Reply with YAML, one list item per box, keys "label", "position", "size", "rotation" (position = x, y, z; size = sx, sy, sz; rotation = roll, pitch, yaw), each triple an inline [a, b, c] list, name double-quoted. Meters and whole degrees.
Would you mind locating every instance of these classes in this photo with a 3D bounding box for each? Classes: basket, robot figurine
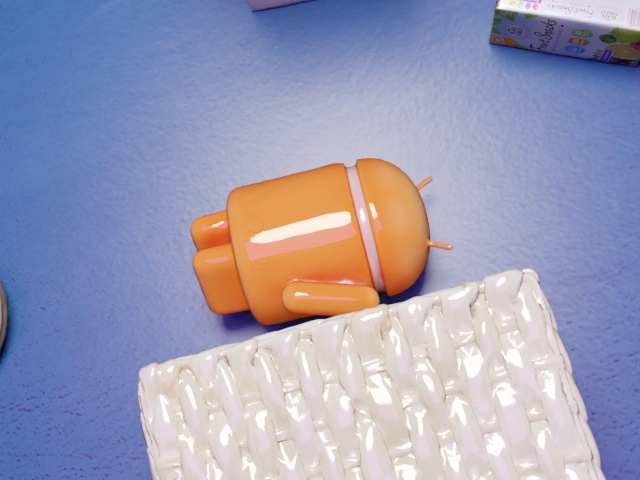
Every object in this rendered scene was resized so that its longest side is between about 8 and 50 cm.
- label: "basket"
  position: [0.052, 0.222, 0.954]
  size: [0.328, 0.266, 0.331]
  rotation: [-15, 80, 1]
- label: "robot figurine"
  position: [0.000, 0.002, 1.067]
  size: [0.219, 0.158, 0.128]
  rotation: [-14, 95, 2]

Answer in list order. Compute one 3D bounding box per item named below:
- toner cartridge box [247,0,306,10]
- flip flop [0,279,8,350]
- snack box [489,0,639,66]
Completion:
- label: "toner cartridge box"
  position: [-0.007, -0.299, 1.013]
  size: [0.165, 0.348, 0.075]
  rotation: [-10, 79, 3]
- label: "flip flop"
  position: [-0.401, 0.117, 1.100]
  size: [0.277, 0.080, 0.112]
  rotation: [-34, 77, -1]
- label: "snack box"
  position: [0.226, -0.196, 1.100]
  size: [0.141, 0.100, 0.037]
  rotation: [11, 81, 6]
